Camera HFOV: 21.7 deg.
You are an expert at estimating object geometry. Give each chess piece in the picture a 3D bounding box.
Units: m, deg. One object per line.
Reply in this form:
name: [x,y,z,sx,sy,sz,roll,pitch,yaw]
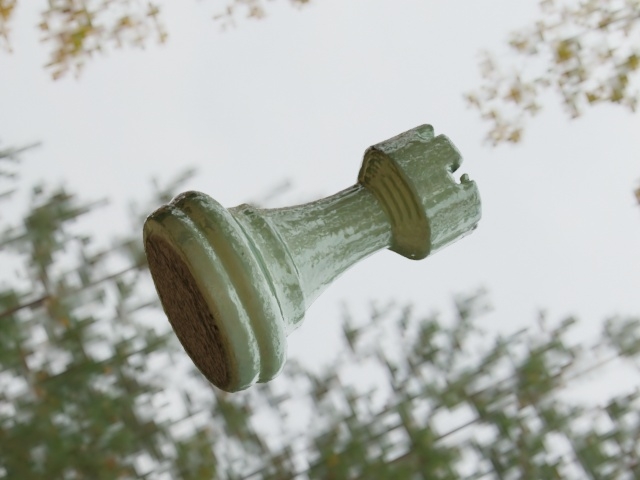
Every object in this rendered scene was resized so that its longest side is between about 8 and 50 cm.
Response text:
chess piece: [0.000,0.000,1.583,0.195,0.299,0.195,53,-21,31]
